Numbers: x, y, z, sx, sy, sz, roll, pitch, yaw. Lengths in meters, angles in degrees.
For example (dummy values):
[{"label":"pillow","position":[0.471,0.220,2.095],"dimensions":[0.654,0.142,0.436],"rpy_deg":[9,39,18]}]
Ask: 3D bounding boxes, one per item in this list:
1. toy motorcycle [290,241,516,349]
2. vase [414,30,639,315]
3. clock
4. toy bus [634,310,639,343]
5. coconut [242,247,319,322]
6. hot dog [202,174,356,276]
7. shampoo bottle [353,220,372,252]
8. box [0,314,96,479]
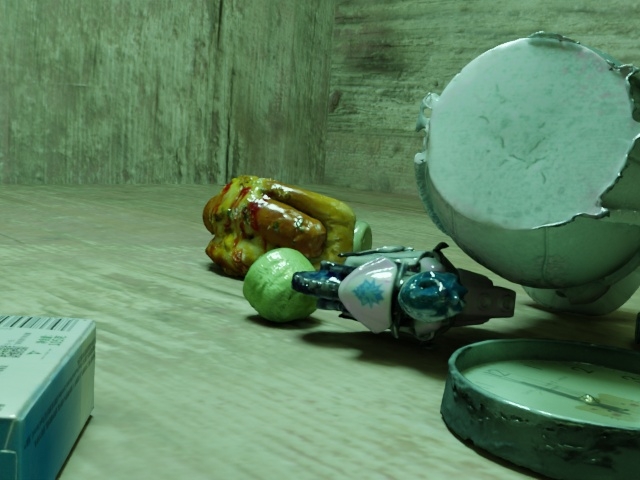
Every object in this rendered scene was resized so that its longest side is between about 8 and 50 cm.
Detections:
[{"label":"toy motorcycle","position":[0.109,0.060,0.794],"dimensions":[0.239,0.108,0.204],"rpy_deg":[-10,4,-21]},{"label":"vase","position":[0.266,-0.042,0.868],"dimensions":[0.250,0.249,0.445],"rpy_deg":[8,-11,27]},{"label":"clock","position":[0.207,0.124,0.595],"dimensions":[0.226,0.049,0.226],"rpy_deg":[5,8,-1]},{"label":"toy bus","position":[0.384,0.073,0.781],"dimensions":[0.121,0.119,0.265],"rpy_deg":[5,7,20]},{"label":"coconut","position":[-0.045,0.050,0.893],"dimensions":[0.088,0.087,0.096],"rpy_deg":[-3,39,-39]},{"label":"hot dog","position":[-0.082,-0.016,1.168],"dimensions":[0.257,0.150,0.153],"rpy_deg":[10,0,38]},{"label":"shampoo bottle","position":[0.000,0.000,1.291],"dimensions":[0.162,0.079,0.079],"rpy_deg":[7,8,21]},{"label":"box","position":[-0.222,0.100,0.464],"dimensions":[0.139,0.073,0.194],"rpy_deg":[3,8,-5]}]
